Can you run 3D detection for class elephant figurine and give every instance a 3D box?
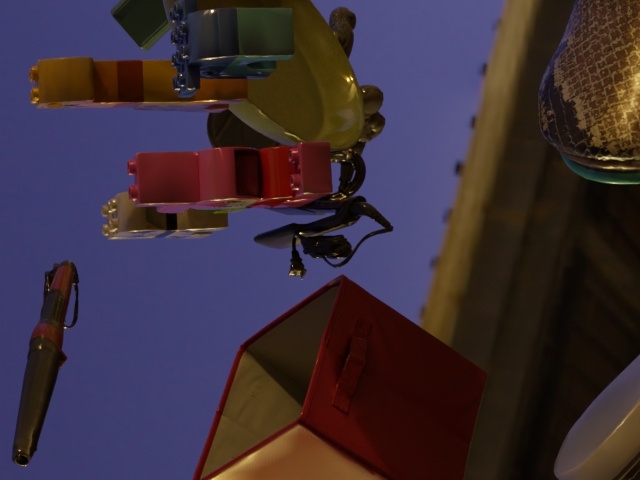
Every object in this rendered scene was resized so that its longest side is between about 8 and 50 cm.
[{"bbox_3d":[-0.018,-0.223,2.101,0.186,0.239,0.169,8,-53,-36],"label":"elephant figurine"}]

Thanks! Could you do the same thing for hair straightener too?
[{"bbox_3d":[0.000,0.000,1.540,0.047,0.230,0.089,16,-99,-34],"label":"hair straightener"}]

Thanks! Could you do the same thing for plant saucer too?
[{"bbox_3d":[-0.055,-0.169,1.260,0.241,0.037,0.241,38,-149,-28],"label":"plant saucer"},{"bbox_3d":[-0.172,-0.304,1.744,0.067,0.192,0.018,49,-152,-6],"label":"plant saucer"}]

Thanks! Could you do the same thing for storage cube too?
[{"bbox_3d":[0.021,0.185,1.444,0.193,0.215,0.184,34,-134,-18],"label":"storage cube"}]

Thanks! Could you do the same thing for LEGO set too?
[{"bbox_3d":[-0.074,-0.049,0.627,0.093,0.227,0.087,-2,-94,-16],"label":"LEGO set"}]

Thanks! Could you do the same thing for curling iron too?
[{"bbox_3d":[-0.242,0.106,1.310,0.274,0.035,0.068,-96,6,-59],"label":"curling iron"}]

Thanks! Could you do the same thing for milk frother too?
[{"bbox_3d":[-0.033,-0.098,1.554,0.135,0.143,0.129,-5,-91,-80],"label":"milk frother"}]

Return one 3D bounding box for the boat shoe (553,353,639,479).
[{"bbox_3d":[0.218,0.091,0.853,0.076,0.080,0.228,49,-136,3],"label":"boat shoe"}]

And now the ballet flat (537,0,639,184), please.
[{"bbox_3d":[0.285,-0.189,1.001,0.482,0.164,0.182,-28,-59,-48],"label":"ballet flat"}]
